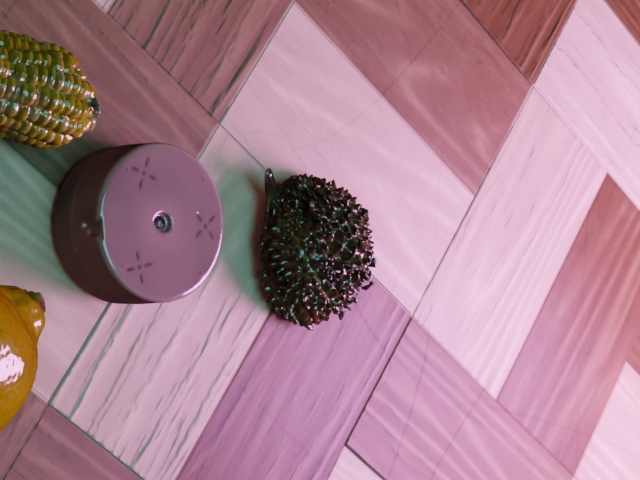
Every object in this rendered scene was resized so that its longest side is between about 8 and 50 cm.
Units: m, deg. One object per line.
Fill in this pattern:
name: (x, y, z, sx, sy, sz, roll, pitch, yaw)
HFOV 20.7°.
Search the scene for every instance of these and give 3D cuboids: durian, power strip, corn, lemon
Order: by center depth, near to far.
lemon: (-0.330, 0.094, 1.430, 0.244, 0.187, 0.187, -18, 101, -42)
corn: (-0.327, -0.141, 1.498, 0.291, 0.101, 0.101, 6, 85, -37)
power strip: (-0.167, -0.015, 1.642, 0.154, 0.078, 0.154, 4, 85, -42)
durian: (0.000, 0.000, 1.780, 0.148, 0.091, 0.188, -48, 117, -31)
